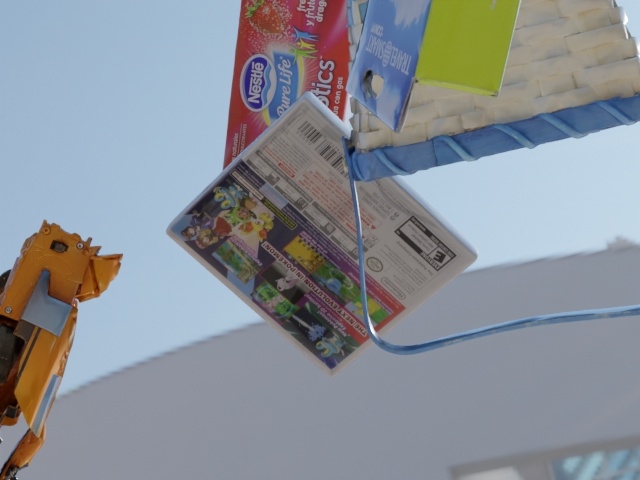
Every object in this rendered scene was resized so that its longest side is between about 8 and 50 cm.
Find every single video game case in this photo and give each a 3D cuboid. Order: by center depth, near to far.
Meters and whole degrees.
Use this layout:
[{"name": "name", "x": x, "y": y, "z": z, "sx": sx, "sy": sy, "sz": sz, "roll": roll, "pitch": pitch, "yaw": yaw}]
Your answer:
[{"name": "video game case", "x": 0.000, "y": 0.000, "z": 1.162, "sx": 0.201, "sy": 0.023, "sz": 0.183, "roll": 42, "pitch": -63, "yaw": -13}]

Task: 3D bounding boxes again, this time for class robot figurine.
[{"name": "robot figurine", "x": -0.240, "y": 0.128, "z": 1.037, "sx": 0.085, "sy": 0.291, "sz": 0.211, "roll": 22, "pitch": -4, "yaw": -9}]

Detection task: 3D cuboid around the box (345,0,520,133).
[{"name": "box", "x": 0.057, "y": -0.137, "z": 0.569, "sx": 0.042, "sy": 0.109, "sz": 0.178, "roll": 10, "pitch": -76, "yaw": -13}]

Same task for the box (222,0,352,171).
[{"name": "box", "x": -0.024, "y": -0.178, "z": 1.429, "sx": 0.122, "sy": 0.128, "sz": 0.257, "roll": 10, "pitch": -62, "yaw": 3}]

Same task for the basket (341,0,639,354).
[{"name": "basket", "x": 0.140, "y": -0.072, "z": 1.022, "sx": 0.255, "sy": 0.289, "sz": 0.201, "roll": -9, "pitch": 1, "yaw": 2}]
